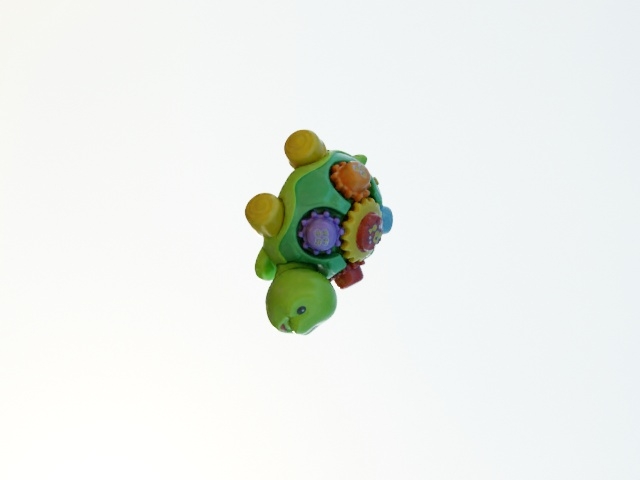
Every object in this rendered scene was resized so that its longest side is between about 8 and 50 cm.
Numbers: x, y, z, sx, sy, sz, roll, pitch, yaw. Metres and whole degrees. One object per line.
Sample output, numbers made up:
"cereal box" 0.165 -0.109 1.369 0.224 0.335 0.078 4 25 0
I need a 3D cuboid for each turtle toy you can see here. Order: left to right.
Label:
"turtle toy" 0.000 0.000 1.239 0.130 0.066 0.095 -60 146 -19
